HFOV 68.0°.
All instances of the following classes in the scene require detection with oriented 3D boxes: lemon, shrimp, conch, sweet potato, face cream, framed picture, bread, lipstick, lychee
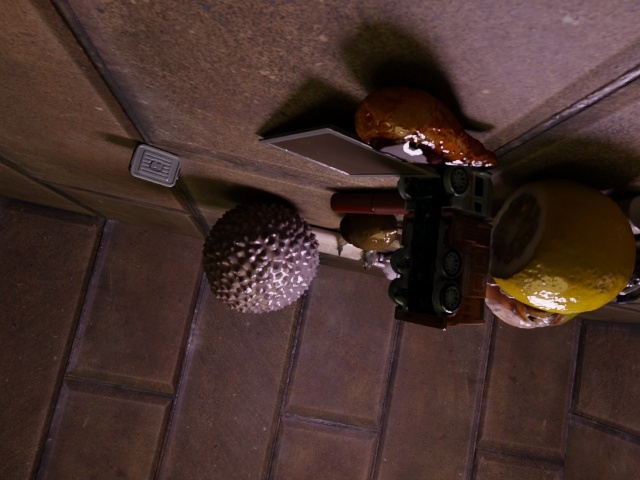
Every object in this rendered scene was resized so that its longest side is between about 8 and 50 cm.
[{"bbox_3d":[0.439,0.016,0.854,0.220,0.240,0.240,20,170,-7],"label":"lemon"},{"bbox_3d":[0.139,0.039,1.778,0.151,0.051,0.217,2,137,10],"label":"shrimp"},{"bbox_3d":[0.452,0.076,1.102,0.298,0.209,0.352,23,172,7],"label":"conch"},{"bbox_3d":[0.121,-0.031,1.368,0.131,0.130,0.423,13,174,-10],"label":"sweet potato"},{"bbox_3d":[0.000,0.000,1.856,0.349,0.081,0.173,12,164,-8],"label":"face cream"},{"bbox_3d":[0.041,-0.158,0.866,0.233,0.019,0.296,16,179,-29],"label":"framed picture"},{"bbox_3d":[0.146,-0.155,0.676,0.140,0.095,0.269,21,-165,39],"label":"bread"},{"bbox_3d":[0.555,-0.034,0.962,0.070,0.070,0.254,12,172,-7],"label":"lipstick"},{"bbox_3d":[0.179,-0.089,1.137,0.357,0.057,0.057,3,168,38],"label":"lipstick"},{"bbox_3d":[-0.191,0.044,1.535,0.381,0.379,0.432,12,153,-3],"label":"lychee"}]

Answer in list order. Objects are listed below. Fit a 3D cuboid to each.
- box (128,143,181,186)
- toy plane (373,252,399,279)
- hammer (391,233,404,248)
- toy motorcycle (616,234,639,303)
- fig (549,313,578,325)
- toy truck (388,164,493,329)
[{"bbox_3d":[-0.422,-0.190,1.198,0.123,0.084,0.069,18,179,-34],"label":"box"},{"bbox_3d":[0.331,0.117,2.103,0.253,0.118,0.252,13,174,1],"label":"toy plane"},{"bbox_3d":[0.236,-0.003,1.539,0.306,0.113,0.202,16,172,28],"label":"hammer"},{"bbox_3d":[0.661,0.032,0.997,0.188,0.143,0.327,-30,176,15],"label":"toy motorcycle"},{"bbox_3d":[0.623,0.109,1.363,0.240,0.239,0.271,15,-161,-24],"label":"fig"},{"bbox_3d":[0.236,0.005,0.880,0.163,0.304,0.136,8,175,-34],"label":"toy truck"}]
